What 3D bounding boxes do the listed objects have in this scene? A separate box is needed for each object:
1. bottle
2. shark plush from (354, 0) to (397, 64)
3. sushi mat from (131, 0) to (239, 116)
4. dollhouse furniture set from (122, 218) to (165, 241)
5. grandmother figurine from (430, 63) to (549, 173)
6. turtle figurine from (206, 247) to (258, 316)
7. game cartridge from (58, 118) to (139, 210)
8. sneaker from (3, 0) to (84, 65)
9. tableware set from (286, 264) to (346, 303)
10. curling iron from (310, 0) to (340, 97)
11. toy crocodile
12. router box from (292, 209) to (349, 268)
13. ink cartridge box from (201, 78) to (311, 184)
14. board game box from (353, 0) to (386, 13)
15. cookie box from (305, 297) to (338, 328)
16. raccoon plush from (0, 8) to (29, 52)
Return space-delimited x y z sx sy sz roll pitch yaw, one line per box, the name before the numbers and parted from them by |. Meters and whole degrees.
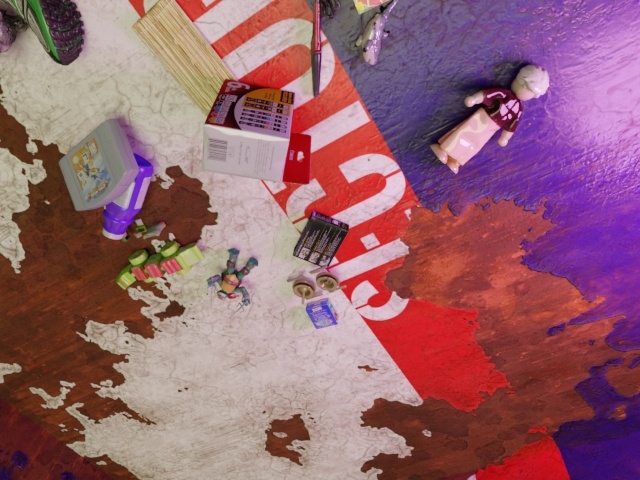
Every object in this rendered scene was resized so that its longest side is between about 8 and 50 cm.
bottle | -0.625 -0.136 1.502 0.118 0.092 0.282 32 113 15
shark plush | 0.149 -0.546 1.226 0.067 0.073 0.161 15 104 -28
sushi mat | -0.362 -0.501 1.307 0.152 0.019 0.316 -29 117 21
dollhouse furniture set | -0.611 -0.044 1.604 0.152 0.076 0.058 -12 120 14
grandmother figurine | 0.465 -0.342 1.291 0.342 0.104 0.208 -41 139 24
turtle figurine | -0.322 0.149 1.680 0.175 0.118 0.234 21 109 -25
game cartridge | -0.678 -0.212 1.435 0.297 0.062 0.198 -25 81 31
sneaker | -0.741 -0.624 1.215 0.147 0.134 0.343 -11 113 21
tableware set | -0.019 0.167 1.678 0.194 0.039 0.128 -22 125 32
curling iron | 0.002 -0.515 1.252 0.068 0.035 0.273 10 124 0
toy crocodile | -0.570 0.088 1.669 0.341 0.105 0.115 -14 121 14
router box | 0.000 0.000 1.588 0.133 0.046 0.178 22 123 -9
ink cartridge box | -0.147 -0.291 1.244 0.272 0.309 0.130 9 127 -7
board game box | 0.099 -0.697 1.125 0.124 0.039 0.259 -19 117 17
cookie box | 0.007 0.276 1.775 0.092 0.040 0.107 -16 121 16
raccoon plush | -0.981 -0.638 1.180 0.299 0.216 0.446 -21 119 10
